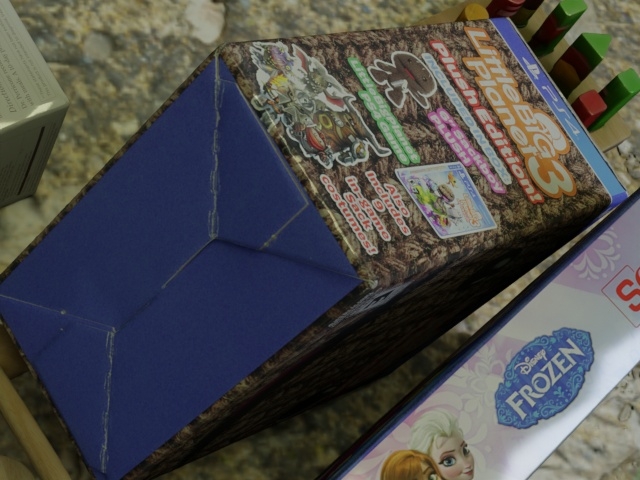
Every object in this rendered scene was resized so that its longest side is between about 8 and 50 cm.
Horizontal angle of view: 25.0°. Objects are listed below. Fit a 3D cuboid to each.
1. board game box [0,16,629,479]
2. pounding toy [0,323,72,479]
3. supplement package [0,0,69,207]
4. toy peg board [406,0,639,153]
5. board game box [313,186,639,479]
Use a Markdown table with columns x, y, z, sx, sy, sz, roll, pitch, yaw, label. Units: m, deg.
| x | y | z | sx | sy | sz | roll | pitch | yaw | label |
| --- | --- | --- | --- | --- | --- | --- | --- | --- | --- |
| 0.000 | 0.000 | 0.844 | 0.291 | 0.232 | 0.141 | -17 | 70 | -53 | board game box |
| -0.225 | 0.168 | 0.780 | 0.154 | 0.155 | 0.269 | 3 | 65 | -24 | pounding toy |
| -0.299 | -0.064 | 0.874 | 0.244 | 0.139 | 0.134 | -26 | 78 | -29 | supplement package |
| 0.152 | -0.129 | 1.110 | 0.161 | 0.079 | 0.161 | -27 | 77 | -29 | toy peg board |
| 0.076 | 0.108 | 0.829 | 0.319 | 0.318 | 0.066 | -38 | 83 | -31 | board game box |
